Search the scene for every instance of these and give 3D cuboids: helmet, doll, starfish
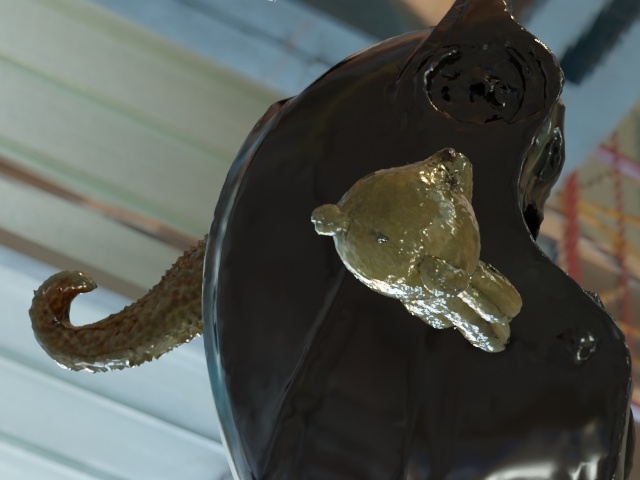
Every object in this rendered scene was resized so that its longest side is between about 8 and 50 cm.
[{"bbox_3d":[0.034,0.028,0.889,0.225,0.177,0.305,74,4,-53],"label":"helmet"},{"bbox_3d":[0.031,0.011,0.622,0.051,0.061,0.093,-51,149,-29],"label":"doll"},{"bbox_3d":[-0.001,-0.003,1.116,0.303,0.113,0.312,-28,-175,29],"label":"starfish"}]
